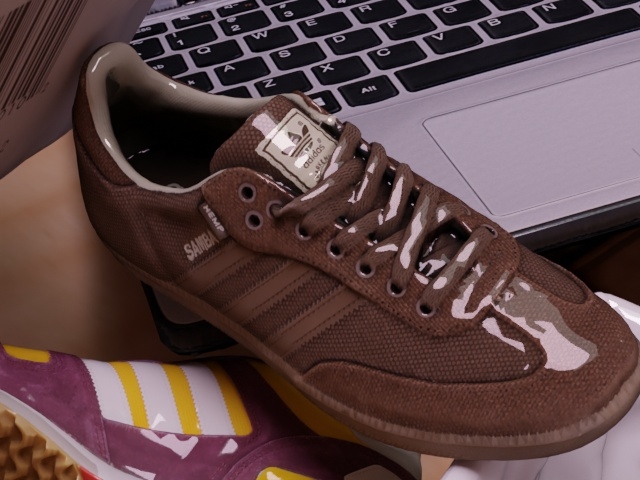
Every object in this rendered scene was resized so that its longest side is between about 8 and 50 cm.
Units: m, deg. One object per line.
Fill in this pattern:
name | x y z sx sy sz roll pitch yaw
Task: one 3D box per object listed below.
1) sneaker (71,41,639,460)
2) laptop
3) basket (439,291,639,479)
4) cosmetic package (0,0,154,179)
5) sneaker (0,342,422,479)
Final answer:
sneaker | 0.000 0.000 0.463 0.188 0.071 0.066 21 56 30
laptop | 0.062 -0.200 0.658 0.381 0.236 0.408 -16 32 -9
basket | 0.082 0.114 0.471 0.113 0.103 0.167 24 44 16
cosmetic package | -0.223 -0.159 0.447 0.365 0.155 0.197 40 39 5
sneaker | -0.058 0.067 0.533 0.185 0.070 0.084 23 33 6
